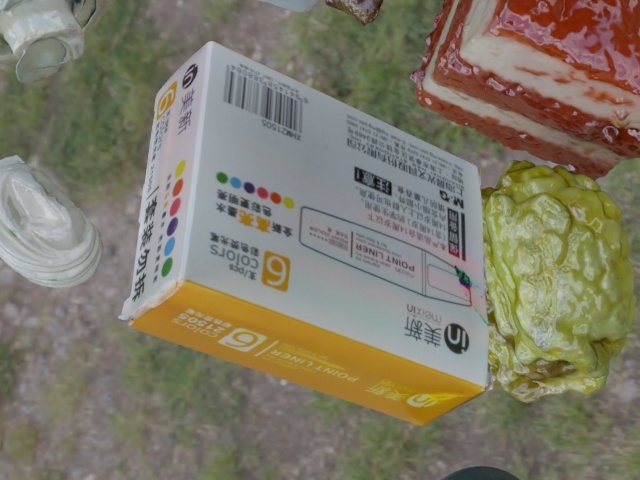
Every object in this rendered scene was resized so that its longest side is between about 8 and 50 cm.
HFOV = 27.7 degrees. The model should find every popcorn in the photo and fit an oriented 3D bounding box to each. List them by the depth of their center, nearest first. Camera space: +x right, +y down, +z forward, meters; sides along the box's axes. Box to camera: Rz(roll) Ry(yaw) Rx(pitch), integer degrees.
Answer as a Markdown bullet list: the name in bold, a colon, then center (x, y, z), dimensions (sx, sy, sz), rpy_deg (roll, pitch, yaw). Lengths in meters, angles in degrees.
- **popcorn**: center (0.247, 0.063, 1.421), dimensions (0.225, 0.174, 0.286), rpy_deg (-120, 30, -59)

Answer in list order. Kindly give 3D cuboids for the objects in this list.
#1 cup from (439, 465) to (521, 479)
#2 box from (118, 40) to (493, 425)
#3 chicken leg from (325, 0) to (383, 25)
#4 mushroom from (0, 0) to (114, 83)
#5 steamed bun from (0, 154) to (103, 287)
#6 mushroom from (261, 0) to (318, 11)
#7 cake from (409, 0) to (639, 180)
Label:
- **cup**: center (0.179, 0.285, 1.049), dimensions (0.150, 0.199, 0.199), rpy_deg (-10, 73, 52)
- **box**: center (0.000, 0.000, 0.983), dimensions (0.091, 0.274, 0.220), rpy_deg (-38, 38, 45)
- **chicken leg**: center (-0.021, -0.367, 1.412), dimensions (0.113, 0.304, 0.093), rpy_deg (-19, 24, 36)
- **mushroom**: center (-0.300, -0.256, 1.272), dimensions (0.246, 0.246, 0.202), rpy_deg (-39, 72, 27)
- **steamed bun**: center (-0.353, -0.011, 1.594), dimensions (0.106, 0.183, 0.183), rpy_deg (-45, 47, -17)
- **mushroom**: center (-0.106, -0.492, 1.883), dimensions (0.122, 0.159, 0.328), rpy_deg (-23, 79, 5)
- **cake**: center (0.285, -0.248, 1.429), dimensions (0.319, 0.270, 0.269), rpy_deg (140, 152, -79)
